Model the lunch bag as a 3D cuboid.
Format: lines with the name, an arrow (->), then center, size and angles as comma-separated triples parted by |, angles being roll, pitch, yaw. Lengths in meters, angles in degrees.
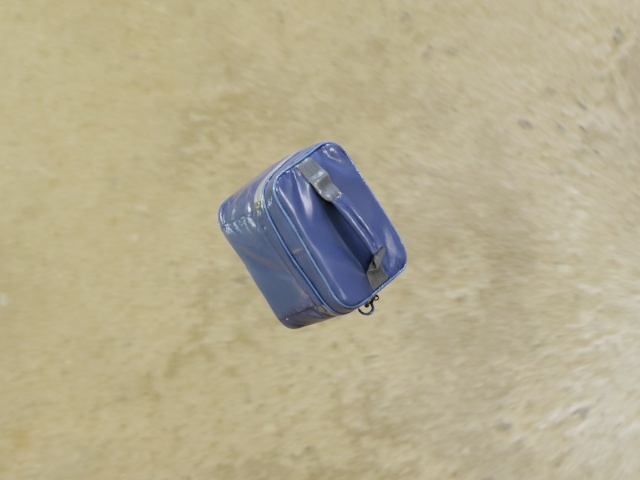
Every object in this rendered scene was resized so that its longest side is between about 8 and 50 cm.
lunch bag -> 0.000, 0.000, 0.993 | 0.065, 0.067, 0.098 | -26, 100, 51
